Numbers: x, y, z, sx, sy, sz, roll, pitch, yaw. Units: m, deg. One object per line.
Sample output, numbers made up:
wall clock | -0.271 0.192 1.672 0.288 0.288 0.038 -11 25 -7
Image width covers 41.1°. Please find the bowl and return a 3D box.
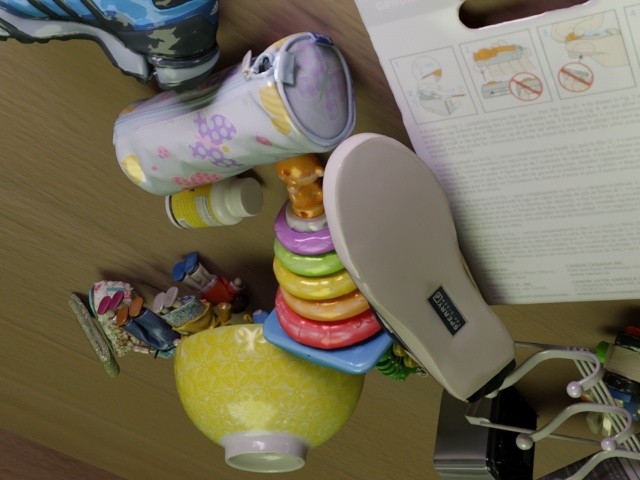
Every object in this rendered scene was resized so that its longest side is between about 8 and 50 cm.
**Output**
bowl | -0.078 0.247 1.242 0.290 0.156 0.289 2 151 1

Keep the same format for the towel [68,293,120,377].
towel | -0.411 0.173 1.549 0.148 0.027 0.110 54 162 22

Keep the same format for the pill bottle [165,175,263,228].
pill bottle | -0.131 -0.049 1.066 0.116 0.065 0.065 -4 144 33

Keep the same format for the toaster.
toaster | 0.272 0.330 1.369 0.110 0.185 0.168 -12 140 34

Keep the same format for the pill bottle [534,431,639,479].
pill bottle | 0.463 0.387 1.204 0.363 0.210 0.210 -27 137 8

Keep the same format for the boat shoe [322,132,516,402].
boat shoe | 0.076 0.023 0.906 0.158 0.127 0.340 32 156 58

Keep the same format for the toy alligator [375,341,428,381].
toy alligator | 0.105 0.169 1.175 0.056 0.051 0.189 7 154 33

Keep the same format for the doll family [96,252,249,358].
doll family | -0.224 0.140 1.335 0.263 0.118 0.163 -23 134 29

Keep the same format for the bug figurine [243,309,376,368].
bug figurine | 0.029 0.140 1.290 0.279 0.072 0.216 -18 140 42

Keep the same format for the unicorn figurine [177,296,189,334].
unicorn figurine | -0.206 0.164 1.467 0.111 0.060 0.162 11 150 12

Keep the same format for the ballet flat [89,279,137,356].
ballet flat | -0.344 0.142 1.492 0.077 0.091 0.241 -9 155 -7

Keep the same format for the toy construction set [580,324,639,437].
toy construction set | 0.478 0.192 1.086 0.328 0.151 0.215 -1 170 41

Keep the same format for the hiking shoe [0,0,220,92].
hiking shoe | -0.229 -0.246 0.774 0.304 0.113 0.132 16 131 -2

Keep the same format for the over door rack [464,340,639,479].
over door rack | 0.259 0.217 1.130 0.324 0.108 0.239 14 147 52

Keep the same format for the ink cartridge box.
ink cartridge box | 0.243 -0.107 0.790 0.308 0.091 0.385 -5 126 35

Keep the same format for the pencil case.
pencil case | -0.094 -0.121 0.868 0.273 0.113 0.124 -11 173 43

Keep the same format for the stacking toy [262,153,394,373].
stacking toy | 0.000 0.000 1.021 0.175 0.165 0.301 15 141 31
